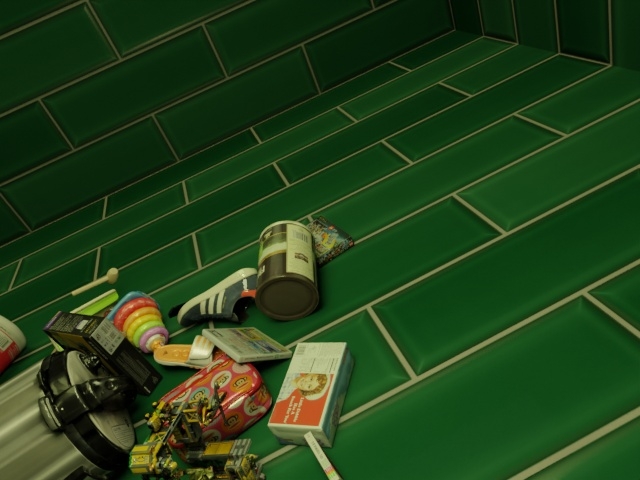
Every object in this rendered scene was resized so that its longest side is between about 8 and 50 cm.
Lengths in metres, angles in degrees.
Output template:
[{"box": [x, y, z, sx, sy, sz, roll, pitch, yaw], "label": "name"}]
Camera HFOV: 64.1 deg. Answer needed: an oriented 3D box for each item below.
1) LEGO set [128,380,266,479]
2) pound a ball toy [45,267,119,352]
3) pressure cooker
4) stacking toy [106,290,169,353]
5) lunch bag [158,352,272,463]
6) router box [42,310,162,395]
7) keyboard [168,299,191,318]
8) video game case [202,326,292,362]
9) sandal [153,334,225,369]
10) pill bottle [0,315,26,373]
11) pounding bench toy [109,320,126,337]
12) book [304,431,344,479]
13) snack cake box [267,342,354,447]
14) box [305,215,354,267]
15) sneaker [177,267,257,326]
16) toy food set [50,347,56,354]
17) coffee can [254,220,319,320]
[{"box": [-0.254, 0.510, 1.156, 0.191, 0.332, 0.255, -11, 15, 16], "label": "LEGO set"}, {"box": [-0.862, 0.276, 1.921, 0.319, 0.136, 0.208, -33, 76, -32], "label": "pound a ball toy"}, {"box": [-0.700, 0.497, 1.366, 0.420, 0.376, 0.370, -33, 31, -12], "label": "pressure cooker"}, {"box": [-0.591, 0.325, 1.759, 0.166, 0.175, 0.301, -48, 52, -6], "label": "stacking toy"}, {"box": [-0.304, 0.448, 1.431, 0.293, 0.120, 0.258, -34, 30, -18], "label": "lunch bag"}, {"box": [-0.680, 0.357, 1.607, 0.242, 0.309, 0.081, -1, 43, 33], "label": "router box"}, {"box": [-0.465, 0.223, 1.822, 0.192, 0.100, 0.038, -18, 64, -47], "label": "keyboard"}, {"box": [-0.222, 0.311, 1.538, 0.193, 0.023, 0.212, 7, 9, -43], "label": "video game case"}, {"box": [-0.407, 0.349, 1.617, 0.265, 0.076, 0.102, -2, 38, 4], "label": "sandal"}, {"box": [-1.342, 0.483, 1.919, 0.228, 0.229, 0.408, -5, 37, 27], "label": "pill bottle"}, {"box": [-0.687, 0.314, 1.705, 0.065, 0.084, 0.052, 5, 5, 26], "label": "pounding bench toy"}, {"box": [0.017, 0.510, 1.151, 0.035, 0.096, 0.144, -32, 33, -12], "label": "book"}, {"box": [-0.017, 0.396, 1.340, 0.152, 0.089, 0.264, -5, 38, 24], "label": "snack cake box"}, {"box": [0.000, 0.000, 1.927, 0.159, 0.044, 0.233, -33, 34, -13], "label": "box"}, {"box": [-0.339, 0.236, 1.751, 0.350, 0.148, 0.131, -33, -13, 20], "label": "sneaker"}, {"box": [-0.912, 0.422, 1.919, 0.191, 0.039, 0.133, 3, 46, 18], "label": "toy food set"}, {"box": [-0.110, 0.096, 1.694, 0.201, 0.202, 0.276, -17, 39, 11], "label": "coffee can"}]
